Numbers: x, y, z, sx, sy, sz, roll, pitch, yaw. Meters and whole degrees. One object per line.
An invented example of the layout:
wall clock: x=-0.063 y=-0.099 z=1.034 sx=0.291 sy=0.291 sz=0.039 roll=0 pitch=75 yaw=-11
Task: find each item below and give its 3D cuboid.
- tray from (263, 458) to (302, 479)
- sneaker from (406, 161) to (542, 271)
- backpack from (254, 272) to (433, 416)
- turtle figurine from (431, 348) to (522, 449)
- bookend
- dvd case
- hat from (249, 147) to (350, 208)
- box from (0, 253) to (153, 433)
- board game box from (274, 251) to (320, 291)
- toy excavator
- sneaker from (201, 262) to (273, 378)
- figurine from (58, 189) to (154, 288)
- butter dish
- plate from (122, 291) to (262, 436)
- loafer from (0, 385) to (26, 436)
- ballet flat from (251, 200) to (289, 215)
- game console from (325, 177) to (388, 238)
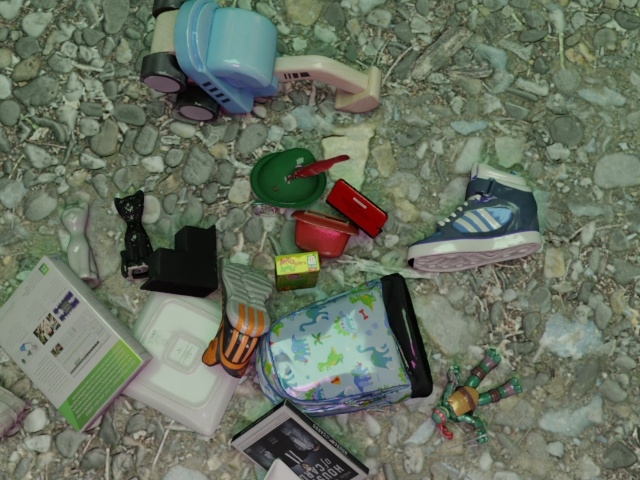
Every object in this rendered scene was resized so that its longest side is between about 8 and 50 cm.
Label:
tray: x=-0.043 y=0.590 z=1.693 sx=0.270 sy=0.030 sz=0.145 roll=48 pitch=53 yaw=-18
sneaker: x=0.343 y=-0.065 z=1.917 sx=0.323 sy=0.130 sz=0.236 roll=-8 pitch=66 yaw=-1
backpack: x=0.035 y=0.243 z=1.762 sx=0.356 sy=0.273 sz=0.290 roll=-15 pitch=81 yaw=11
turtle figurine: x=0.321 y=0.347 z=1.800 sx=0.234 sy=0.118 sz=0.175 roll=-30 pitch=93 yaw=-26
bookend: x=-0.314 y=0.037 z=1.820 sx=0.157 sy=0.072 sz=0.156 roll=10 pitch=63 yaw=-34
dvd case: x=-0.043 y=0.448 z=1.702 sx=0.239 sy=0.029 sz=0.179 roll=43 pitch=121 yaw=-12
hat: x=-0.057 y=-0.191 z=1.866 sx=0.209 sy=0.183 sz=0.172 roll=-5 pitch=59 yaw=-8
box: x=-0.545 y=0.220 z=1.766 sx=0.322 sy=0.058 sz=0.232 roll=46 pitch=104 yaw=10
board game box: x=-0.054 y=0.071 z=1.816 sx=0.092 sy=0.181 sz=0.043 roll=-6 pitch=75 yaw=-5
toy excavator: x=-0.126 y=-0.403 z=1.901 sx=0.446 sy=0.433 sz=0.222 roll=0 pitch=73 yaw=26
sneaker: x=-0.191 y=0.176 z=1.764 sx=0.125 sy=0.321 sz=0.180 roll=24 pitch=109 yaw=-10
figurine: x=-0.492 y=-0.006 z=1.869 sx=0.215 sy=0.092 sz=0.209 roll=-11 pitch=68 yaw=-5
butter dish: x=0.000 y=0.000 z=1.873 sx=0.160 sy=0.160 sz=0.118 roll=16 pitch=98 yaw=0
plate: x=-0.302 y=0.252 z=1.824 sx=0.278 sy=0.045 sz=0.277 roll=26 pitch=76 yaw=4
loafer: x=-0.784 y=0.308 z=1.760 sx=0.320 sy=0.112 sz=0.111 roll=32 pitch=40 yaw=6
ballet flat: x=-0.105 y=-0.080 z=1.933 sx=0.115 sy=0.041 sz=0.041 roll=-10 pitch=76 yaw=-6
game console: x=0.093 y=-0.080 z=1.883 sx=0.144 sy=0.124 sz=0.085 roll=38 pitch=47 yaw=7
